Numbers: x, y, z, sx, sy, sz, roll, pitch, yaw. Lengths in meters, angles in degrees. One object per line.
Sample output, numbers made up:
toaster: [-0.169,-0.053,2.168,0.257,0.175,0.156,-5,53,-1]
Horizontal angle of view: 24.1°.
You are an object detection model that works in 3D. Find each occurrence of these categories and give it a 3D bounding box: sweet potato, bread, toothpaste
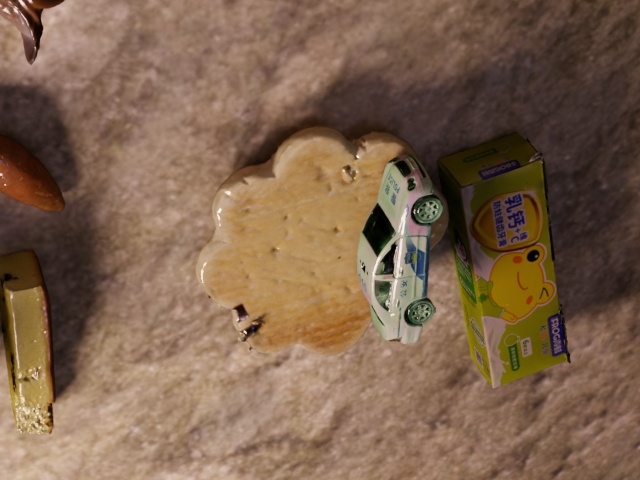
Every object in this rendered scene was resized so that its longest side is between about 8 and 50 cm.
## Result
sweet potato: [-0.337,-0.085,1.558,0.058,0.055,0.202,-47,126,11]
bread: [0.000,0.000,1.749,0.316,0.054,0.316,-10,123,-15]
bread: [-0.326,0.126,1.674,0.049,0.088,0.226,-10,122,-18]
toothpaste: [0.228,0.030,1.846,0.110,0.077,0.328,-19,125,-8]

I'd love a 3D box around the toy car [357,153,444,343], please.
toy car: [0.085,0.011,1.705,0.076,0.090,0.224,-7,123,-14]

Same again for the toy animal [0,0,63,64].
toy animal: [-0.286,-0.272,1.453,0.179,0.089,0.188,-34,123,-19]
